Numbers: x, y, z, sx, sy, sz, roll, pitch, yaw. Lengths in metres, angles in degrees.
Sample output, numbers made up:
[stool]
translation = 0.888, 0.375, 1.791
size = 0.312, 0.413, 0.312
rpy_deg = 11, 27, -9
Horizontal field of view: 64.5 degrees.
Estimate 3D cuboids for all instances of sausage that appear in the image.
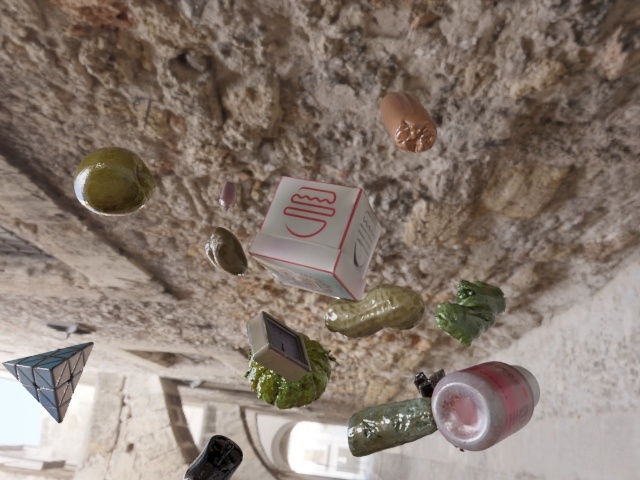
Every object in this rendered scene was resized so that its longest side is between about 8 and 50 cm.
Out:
[sausage]
translation = 0.172, -0.244, 1.023
size = 0.289, 0.086, 0.086
rpy_deg = -88, 0, -63

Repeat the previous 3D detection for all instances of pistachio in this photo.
[pistachio]
translation = -0.294, 0.042, 1.615
size = 0.126, 0.108, 0.185
rpy_deg = -81, -30, -54

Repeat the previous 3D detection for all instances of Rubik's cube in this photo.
[Rubik's cube]
translation = -0.968, 0.483, 1.838
size = 0.229, 0.233, 0.228
rpy_deg = 45, -175, -48

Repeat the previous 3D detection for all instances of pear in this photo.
[pear]
translation = -0.618, -0.172, 1.501
size = 0.228, 0.211, 0.188
rpy_deg = 59, -160, -63

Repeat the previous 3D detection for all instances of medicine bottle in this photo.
[medicine bottle]
translation = 0.330, 0.308, 0.981
size = 0.247, 0.147, 0.147
rpy_deg = 2, -86, -47

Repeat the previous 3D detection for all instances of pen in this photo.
[pen]
translation = -0.321, -0.152, 1.770
size = 0.197, 0.053, 0.032
rpy_deg = -97, 31, -59

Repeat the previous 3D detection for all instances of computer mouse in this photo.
[computer mouse]
translation = -0.332, 0.711, 1.597
size = 0.096, 0.137, 0.233
rpy_deg = -52, 4, 35

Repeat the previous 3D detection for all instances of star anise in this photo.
[star anise]
translation = 0.380, 0.489, 1.591
size = 0.110, 0.198, 0.257
rpy_deg = -42, -14, 5

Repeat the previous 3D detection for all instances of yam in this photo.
[yam]
translation = 0.209, 0.520, 1.432
size = 0.133, 0.330, 0.133
rpy_deg = 31, -136, -36

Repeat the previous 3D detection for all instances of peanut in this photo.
[peanut]
translation = 0.143, 0.197, 1.405
size = 0.120, 0.298, 0.136
rpy_deg = 27, -129, -60

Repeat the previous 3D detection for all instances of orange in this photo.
[orange]
translation = -0.112, 0.469, 1.796
size = 0.301, 0.300, 0.223
rpy_deg = -31, -38, -49

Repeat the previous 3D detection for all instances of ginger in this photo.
[ginger]
translation = 0.380, 0.175, 1.287
size = 0.290, 0.089, 0.137
rpy_deg = -30, -84, -46

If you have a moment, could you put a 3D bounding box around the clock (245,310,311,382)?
[clock]
translation = -0.121, 0.312, 1.479
size = 0.192, 0.071, 0.147
rpy_deg = 41, -163, -36

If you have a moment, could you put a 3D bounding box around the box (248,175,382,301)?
[box]
translation = 0.000, 0.000, 1.693
size = 0.300, 0.312, 0.314
rpy_deg = -69, -27, -17
